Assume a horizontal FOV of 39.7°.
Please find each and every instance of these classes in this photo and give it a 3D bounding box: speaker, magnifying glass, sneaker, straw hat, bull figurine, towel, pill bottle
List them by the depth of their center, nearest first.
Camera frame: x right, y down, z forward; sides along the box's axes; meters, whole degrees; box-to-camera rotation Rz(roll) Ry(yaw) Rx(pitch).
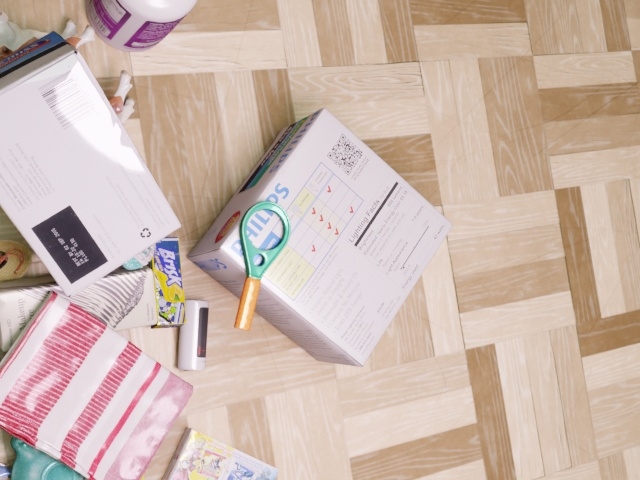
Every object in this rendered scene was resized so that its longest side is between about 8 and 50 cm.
[{"bbox_3d":[-0.397,0.272,1.535,0.329,0.037,0.237,42,64,-28],"label":"towel"},{"bbox_3d":[-0.585,0.029,1.546,0.145,0.144,0.061,-18,54,-26],"label":"straw hat"},{"bbox_3d":[-0.112,0.043,1.557,0.092,0.026,0.230,16,83,-22],"label":"magnifying glass"},{"bbox_3d":[-0.311,-0.458,1.594,0.169,0.301,0.169,3,84,-26],"label":"pill bottle"},{"bbox_3d":[-0.471,-0.299,1.609,0.188,0.101,0.310,-44,113,-26],"label":"bull figurine"},{"bbox_3d":[-0.348,-0.003,1.636,0.065,0.076,0.166,53,27,-34],"label":"sneaker"},{"bbox_3d":[-0.245,0.183,1.707,0.055,0.055,0.136,6,82,-26],"label":"speaker"}]

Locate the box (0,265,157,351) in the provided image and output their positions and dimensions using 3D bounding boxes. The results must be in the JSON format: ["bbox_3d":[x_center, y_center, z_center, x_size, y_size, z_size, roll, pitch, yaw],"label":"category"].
[{"bbox_3d":[-0.440,0.114,1.585,0.275,0.094,0.113,-10,104,-27],"label":"box"}]

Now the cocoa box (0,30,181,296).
[{"bbox_3d":[-0.432,-0.132,1.473,0.231,0.228,0.347,-33,120,-9],"label":"cocoa box"}]

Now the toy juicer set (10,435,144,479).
[{"bbox_3d":[-0.484,0.442,1.542,0.329,0.089,0.209,28,73,-33],"label":"toy juicer set"}]

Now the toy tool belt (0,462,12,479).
[{"bbox_3d":[-0.556,0.405,1.535,0.083,0.052,0.051,23,84,-23],"label":"toy tool belt"}]

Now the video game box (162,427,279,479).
[{"bbox_3d":[-0.206,0.486,1.702,0.205,0.048,0.187,31,74,-21],"label":"video game box"}]

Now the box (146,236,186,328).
[{"bbox_3d":[-0.295,0.080,1.679,0.059,0.054,0.168,-1,78,-27],"label":"box"}]

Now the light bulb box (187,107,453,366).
[{"bbox_3d":[0.000,0.000,1.749,0.361,0.225,0.358,41,70,-17],"label":"light bulb box"}]
